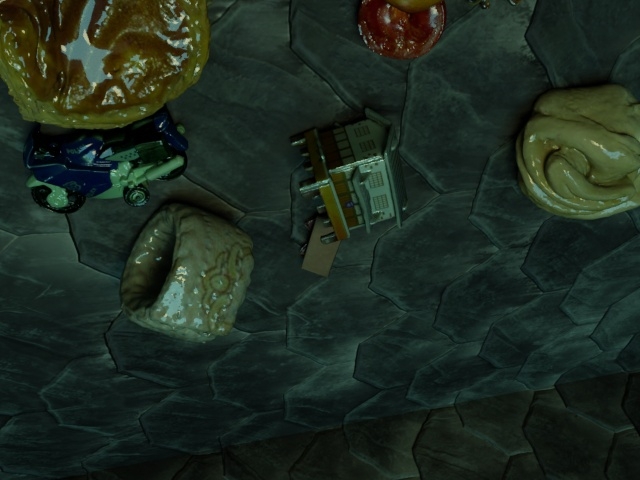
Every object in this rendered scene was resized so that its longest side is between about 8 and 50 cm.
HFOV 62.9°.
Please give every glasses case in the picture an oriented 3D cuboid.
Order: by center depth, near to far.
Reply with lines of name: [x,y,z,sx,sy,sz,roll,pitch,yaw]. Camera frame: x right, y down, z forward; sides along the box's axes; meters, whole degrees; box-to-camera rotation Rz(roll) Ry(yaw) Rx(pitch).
glasses case: [0.000,0.000,1.342,0.103,0.070,0.193,19,133,2]

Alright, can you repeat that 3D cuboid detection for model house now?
model house: [0.069,-0.132,1.121,0.216,0.198,0.224,-15,137,6]

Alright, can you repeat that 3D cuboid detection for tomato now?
tomato: [0.150,-0.409,0.947,0.159,0.091,0.138,1,130,21]

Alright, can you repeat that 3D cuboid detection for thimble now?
thimble: [-0.297,0.078,1.153,0.195,0.291,0.291,25,123,-37]

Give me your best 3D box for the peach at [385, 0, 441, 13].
peach: [0.163,-0.497,0.735,0.289,0.288,0.308,9,162,-26]

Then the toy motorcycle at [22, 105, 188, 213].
toy motorcycle: [-0.421,-0.155,1.002,0.332,0.125,0.196,-17,138,5]

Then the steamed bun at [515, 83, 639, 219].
steamed bun: [0.638,-0.186,1.235,0.325,0.230,0.372,-31,133,9]

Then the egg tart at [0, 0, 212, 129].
egg tart: [-0.335,-0.343,0.808,0.340,0.153,0.351,-14,137,-5]

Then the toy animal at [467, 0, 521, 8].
toy animal: [0.382,-0.499,0.958,0.242,0.056,0.099,-18,130,3]
